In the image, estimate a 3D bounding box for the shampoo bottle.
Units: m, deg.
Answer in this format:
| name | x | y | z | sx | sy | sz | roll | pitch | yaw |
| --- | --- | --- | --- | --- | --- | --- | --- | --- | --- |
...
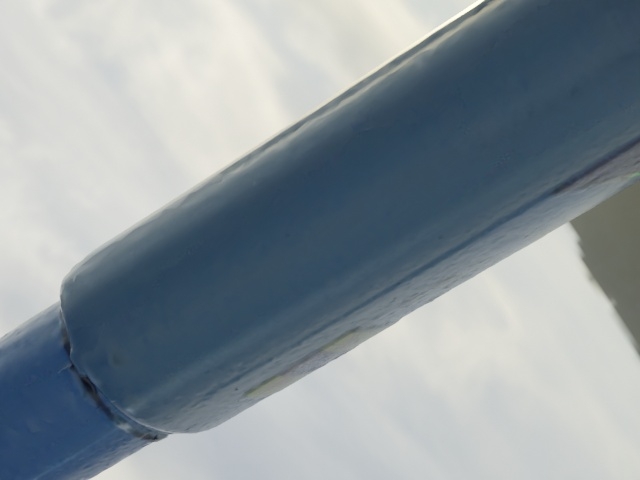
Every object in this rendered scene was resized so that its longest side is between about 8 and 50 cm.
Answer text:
| name | x | y | z | sx | sy | sz | roll | pitch | yaw |
| --- | --- | --- | --- | --- | --- | --- | --- | --- | --- |
| shampoo bottle | 0.000 | 0.000 | 0.478 | 0.061 | 0.258 | 0.104 | 62 | -161 | 10 |
